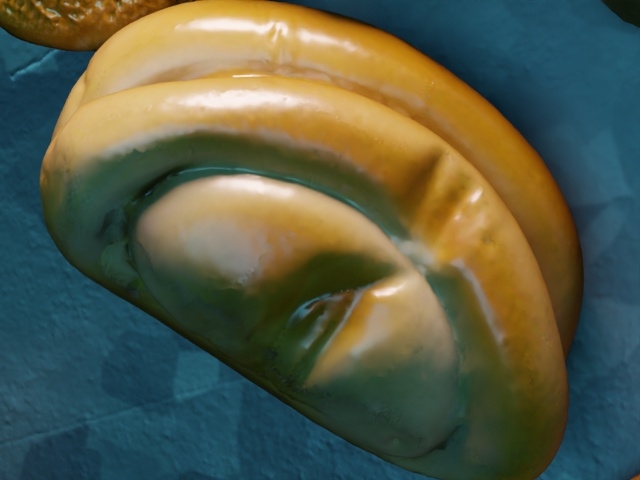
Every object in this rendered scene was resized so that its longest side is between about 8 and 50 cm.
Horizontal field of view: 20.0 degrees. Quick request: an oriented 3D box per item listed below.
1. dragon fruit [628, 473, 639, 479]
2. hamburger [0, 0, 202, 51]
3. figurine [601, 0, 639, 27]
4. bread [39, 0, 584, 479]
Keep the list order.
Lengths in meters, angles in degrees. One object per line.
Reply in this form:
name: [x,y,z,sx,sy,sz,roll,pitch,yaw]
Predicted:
dragon fruit: [0.282,0.327,1.302,0.305,0.226,0.305,2,98,15]
hamburger: [-0.159,-0.301,1.396,0.314,0.170,0.290,-31,89,16]
figurine: [0.313,-0.247,1.297,0.185,0.127,0.234,26,87,54]
bread: [-0.014,0.022,1.331,0.424,0.245,0.329,34,126,-8]
